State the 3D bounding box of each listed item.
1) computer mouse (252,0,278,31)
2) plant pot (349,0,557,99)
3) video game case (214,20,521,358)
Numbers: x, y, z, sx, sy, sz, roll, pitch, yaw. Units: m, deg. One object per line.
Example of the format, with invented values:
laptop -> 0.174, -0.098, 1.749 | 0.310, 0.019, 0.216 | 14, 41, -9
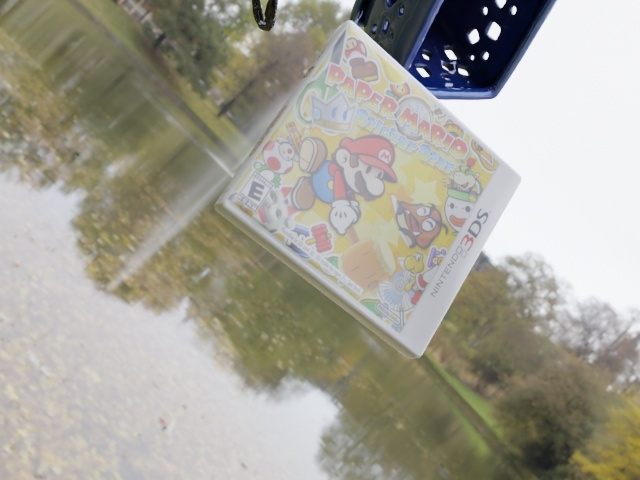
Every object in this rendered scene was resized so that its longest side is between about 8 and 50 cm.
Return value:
computer mouse -> -0.042, -0.370, 1.118 | 0.071, 0.041, 0.242 | 50, -36, 18
plant pot -> 0.193, -0.373, 1.355 | 0.236, 0.236, 0.212 | -4, 49, -32
video game case -> 0.052, -0.043, 0.766 | 0.227, 0.206, 0.026 | 38, -18, -18
